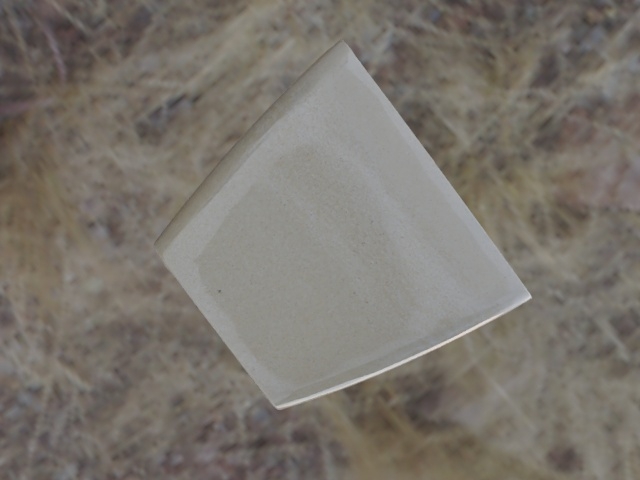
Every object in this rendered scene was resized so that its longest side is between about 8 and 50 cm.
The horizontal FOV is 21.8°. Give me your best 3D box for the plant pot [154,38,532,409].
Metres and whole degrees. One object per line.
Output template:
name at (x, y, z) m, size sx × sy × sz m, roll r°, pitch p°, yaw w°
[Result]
plant pot at (0.000, 0.000, 0.608) m, size 0.096 × 0.109 × 0.109 m, roll -36°, pitch -175°, yaw 2°
